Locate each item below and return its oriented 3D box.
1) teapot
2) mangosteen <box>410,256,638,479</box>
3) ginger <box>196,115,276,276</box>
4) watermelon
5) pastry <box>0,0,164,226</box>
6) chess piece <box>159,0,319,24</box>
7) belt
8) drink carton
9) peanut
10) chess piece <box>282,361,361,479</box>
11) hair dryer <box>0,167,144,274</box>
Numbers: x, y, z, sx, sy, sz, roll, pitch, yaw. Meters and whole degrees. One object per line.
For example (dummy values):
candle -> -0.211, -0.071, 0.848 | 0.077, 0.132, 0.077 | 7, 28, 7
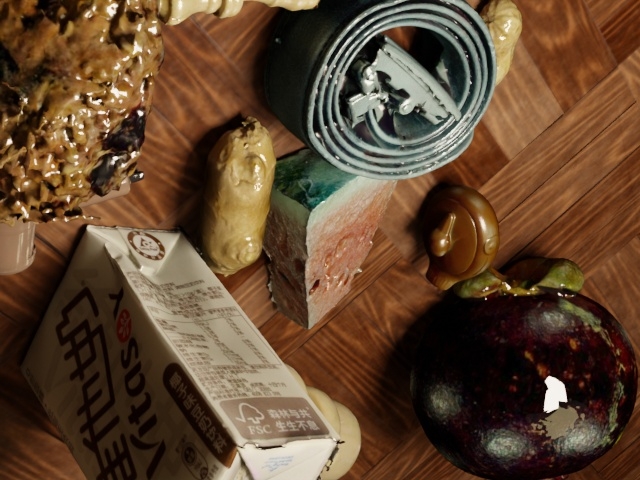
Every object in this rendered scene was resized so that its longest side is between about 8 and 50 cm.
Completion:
teapot -> 0.151, -0.001, 1.779 | 0.078, 0.098, 0.129 | -27, 146, -39
mangosteen -> 0.246, 0.158, 1.910 | 0.288, 0.288, 0.288 | -23, 140, -21
ginger -> -0.085, -0.032, 1.560 | 0.069, 0.095, 0.190 | 10, 124, -2
watermelon -> 0.000, 0.000, 1.681 | 0.154, 0.094, 0.241 | -26, 144, -34
pastry -> -0.228, -0.140, 1.202 | 0.193, 0.275, 0.275 | 7, 125, -22
chess piece -> -0.083, -0.223, 1.391 | 0.172, 0.060, 0.060 | -13, 136, -28
belt -> 0.071, -0.161, 1.535 | 0.267, 0.116, 0.206 | 19, 110, -46
drink carton -> -0.145, 0.155, 1.499 | 0.132, 0.324, 0.194 | 4, 125, -42
peanut -> 0.179, -0.204, 1.642 | 0.054, 0.054, 0.113 | -15, 137, -29
chess piece -> -0.041, 0.222, 1.834 | 0.143, 0.143, 0.261 | -45, 150, 6
hair dryer -> -0.240, -0.046, 1.440 | 0.181, 0.064, 0.117 | -20, 138, -36
